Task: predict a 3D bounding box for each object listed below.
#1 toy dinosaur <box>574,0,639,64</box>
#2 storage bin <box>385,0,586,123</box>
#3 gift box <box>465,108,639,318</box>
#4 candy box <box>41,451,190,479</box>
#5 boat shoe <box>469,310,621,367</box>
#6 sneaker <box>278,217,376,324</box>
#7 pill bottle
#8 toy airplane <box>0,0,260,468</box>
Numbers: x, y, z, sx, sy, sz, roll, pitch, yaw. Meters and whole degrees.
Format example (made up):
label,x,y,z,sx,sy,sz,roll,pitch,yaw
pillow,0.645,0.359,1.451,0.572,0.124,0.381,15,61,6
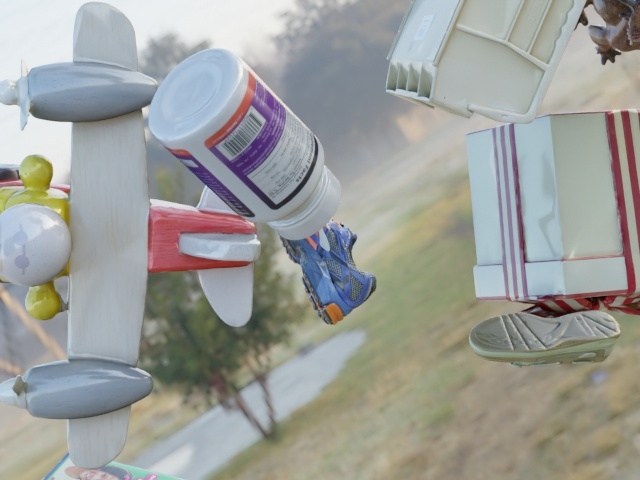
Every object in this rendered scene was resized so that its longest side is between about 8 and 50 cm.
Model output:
label,x,y,z,sx,sy,sz,roll,pitch,yaw
toy dinosaur,0.352,-0.297,1.841,0.127,0.295,0.200,-42,-15,-1
storage bin,0.186,-0.257,1.710,0.262,0.123,0.260,-136,69,-78
gift box,0.335,-0.026,1.977,0.255,0.258,0.276,-5,0,-18
candy box,-0.214,0.448,2.092,0.317,0.268,0.122,11,23,11
boat shoe,0.212,0.101,1.510,0.153,0.056,0.048,-6,-49,-21
sneaker,0.000,0.000,1.997,0.087,0.221,0.083,-23,-19,-9
pill bottle,-0.064,-0.084,1.495,0.108,0.193,0.108,-22,46,25
toy airplane,-0.248,0.001,1.693,0.384,0.386,0.272,-42,-5,15
